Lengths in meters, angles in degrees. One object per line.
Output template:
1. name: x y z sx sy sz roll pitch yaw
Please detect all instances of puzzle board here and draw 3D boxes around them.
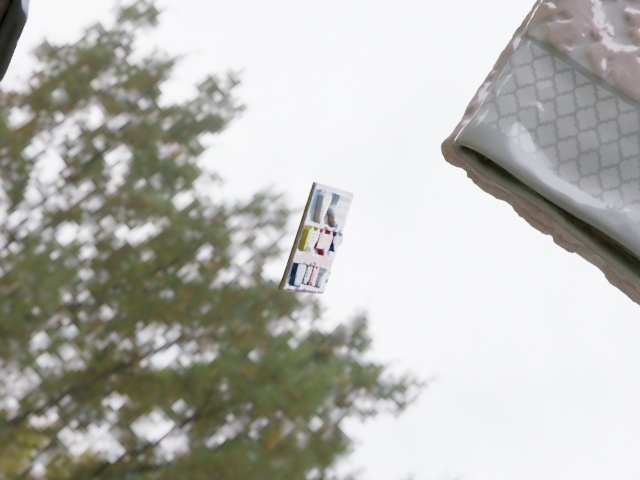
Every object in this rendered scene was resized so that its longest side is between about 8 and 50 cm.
1. puzzle board: 0.000 0.000 1.521 0.011 0.128 0.096 19 -88 15

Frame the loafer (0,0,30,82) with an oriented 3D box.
1. loafer: -0.270 -0.267 1.444 0.095 0.109 0.302 12 -61 -22

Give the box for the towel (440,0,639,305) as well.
1. towel: 0.289 -0.085 1.147 0.332 0.317 0.053 36 -20 -1
